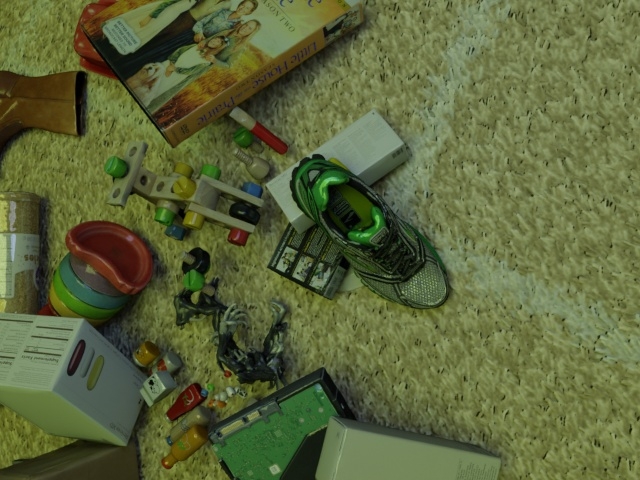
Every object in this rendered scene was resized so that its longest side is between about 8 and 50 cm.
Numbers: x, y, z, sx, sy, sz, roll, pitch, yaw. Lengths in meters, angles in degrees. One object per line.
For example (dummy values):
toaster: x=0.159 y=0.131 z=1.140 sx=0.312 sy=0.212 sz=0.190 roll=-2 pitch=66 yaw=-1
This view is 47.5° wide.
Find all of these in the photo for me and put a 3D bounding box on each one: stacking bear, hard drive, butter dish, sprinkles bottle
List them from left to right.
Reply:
sprinkles bottle: x=-0.664 y=0.076 z=1.560 sx=0.121 sy=0.121 sz=0.355 roll=-2 pitch=87 yaw=21
stacking bear: x=-0.478 y=0.112 z=1.469 sx=0.175 sy=0.164 sz=0.289 roll=39 pitch=114 yaw=-6
butter dish: x=-0.448 y=-0.426 z=1.499 sx=0.160 sy=0.118 sz=0.159 roll=21 pitch=96 yaw=21
hard drive: x=-0.010 y=0.414 z=1.250 sx=0.237 sy=0.064 sz=0.339 roll=-31 pitch=98 yaw=10

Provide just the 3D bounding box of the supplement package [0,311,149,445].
supplement package: x=-0.490 y=0.268 z=1.390 sx=0.204 sy=0.262 sz=0.145 roll=1 pitch=56 yaw=22

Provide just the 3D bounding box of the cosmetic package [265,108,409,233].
cosmetic package: x=0.030 y=-0.122 z=1.288 sx=0.239 sy=0.060 sz=0.099 roll=-34 pitch=63 yaw=1

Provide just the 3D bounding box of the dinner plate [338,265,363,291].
dinner plate: x=0.041 y=0.024 z=1.341 sx=0.141 sy=0.017 sz=0.141 roll=-1 pitch=87 yaw=20

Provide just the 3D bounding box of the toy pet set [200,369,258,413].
toy pet set: x=-0.170 y=0.317 z=1.363 sx=0.114 sy=0.065 sz=0.122 roll=36 pitch=137 yaw=-9

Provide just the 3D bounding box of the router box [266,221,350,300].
router box: x=0.000 y=0.000 z=1.319 sx=0.133 sy=0.046 sz=0.179 roll=25 pitch=86 yaw=28

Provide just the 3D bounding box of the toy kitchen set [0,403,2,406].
toy kitchen set: x=-0.745 y=0.239 z=1.619 sx=0.122 sy=0.166 sz=0.207 roll=8 pitch=127 yaw=22

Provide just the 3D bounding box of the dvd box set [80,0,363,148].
dvd box set: x=-0.179 y=-0.392 z=1.315 sx=0.420 sy=0.062 sz=0.307 roll=-35 pitch=67 yaw=-9

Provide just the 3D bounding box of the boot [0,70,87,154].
boot: x=-0.645 y=-0.245 z=1.605 sx=0.280 sy=0.096 sz=0.264 roll=5 pitch=82 yaw=14

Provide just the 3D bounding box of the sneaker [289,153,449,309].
sneaker: x=0.088 y=0.006 z=1.200 sx=0.343 sy=0.146 sz=0.134 roll=40 pitch=94 yaw=-19

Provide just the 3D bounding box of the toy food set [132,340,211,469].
toy food set: x=-0.299 y=0.316 z=1.410 sx=0.104 sy=0.111 sz=0.232 roll=-43 pitch=73 yaw=15

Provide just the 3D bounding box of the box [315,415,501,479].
box: x=0.140 y=0.367 z=1.166 sx=0.275 sy=0.094 sz=0.113 roll=16 pitch=86 yaw=-14

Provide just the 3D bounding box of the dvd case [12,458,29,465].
dvd case: x=-0.597 y=0.578 z=1.542 sx=0.165 sy=0.018 sz=0.221 roll=-13 pitch=82 yaw=38

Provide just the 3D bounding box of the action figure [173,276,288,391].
action figure: x=-0.143 y=0.170 z=1.333 sx=0.276 sy=0.164 sz=0.141 roll=36 pitch=106 yaw=25

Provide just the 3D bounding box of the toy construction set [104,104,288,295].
toy construction set: x=-0.236 y=-0.116 z=1.308 sx=0.309 sy=0.237 sz=0.257 roll=-52 pitch=40 yaw=3

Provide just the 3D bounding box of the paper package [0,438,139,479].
paper package: x=-0.487 y=0.567 z=1.368 sx=0.168 sy=0.309 sz=0.324 roll=-8 pitch=86 yaw=22
